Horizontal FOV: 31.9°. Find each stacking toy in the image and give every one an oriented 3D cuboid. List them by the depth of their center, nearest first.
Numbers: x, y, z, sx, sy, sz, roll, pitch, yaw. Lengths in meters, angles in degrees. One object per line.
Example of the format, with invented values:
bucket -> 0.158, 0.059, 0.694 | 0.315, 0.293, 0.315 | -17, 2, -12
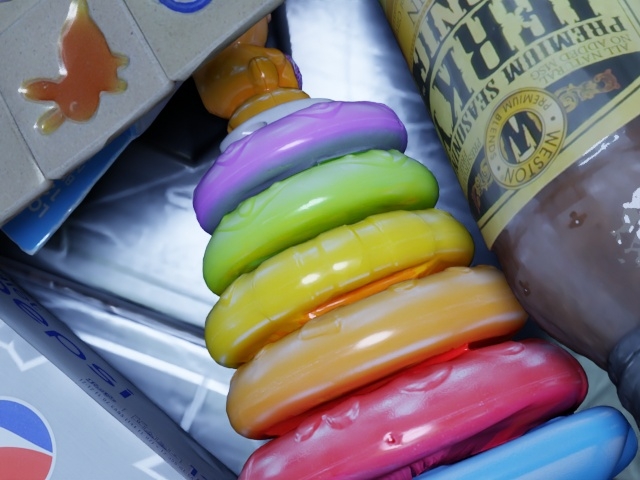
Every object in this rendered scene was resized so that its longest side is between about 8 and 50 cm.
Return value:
stacking toy -> 0.000, 0.000, 0.513 | 0.166, 0.175, 0.302 | -21, 74, -8

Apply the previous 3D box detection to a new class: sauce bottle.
sauce bottle -> 0.107, -0.040, 0.435 | 0.111, 0.111, 0.344 | -20, 53, 0

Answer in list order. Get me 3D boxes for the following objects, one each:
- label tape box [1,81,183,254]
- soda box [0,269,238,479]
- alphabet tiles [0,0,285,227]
label tape box -> -0.121, -0.208, 0.488 | 0.249, 0.115, 0.348 | 37, 87, 21
soda box -> -0.174, 0.060, 0.521 | 0.286, 0.098, 0.091 | 41, 88, 1
alphabet tiles -> -0.162, -0.138, 0.429 | 0.342, 0.011, 0.285 | -35, 74, 16
